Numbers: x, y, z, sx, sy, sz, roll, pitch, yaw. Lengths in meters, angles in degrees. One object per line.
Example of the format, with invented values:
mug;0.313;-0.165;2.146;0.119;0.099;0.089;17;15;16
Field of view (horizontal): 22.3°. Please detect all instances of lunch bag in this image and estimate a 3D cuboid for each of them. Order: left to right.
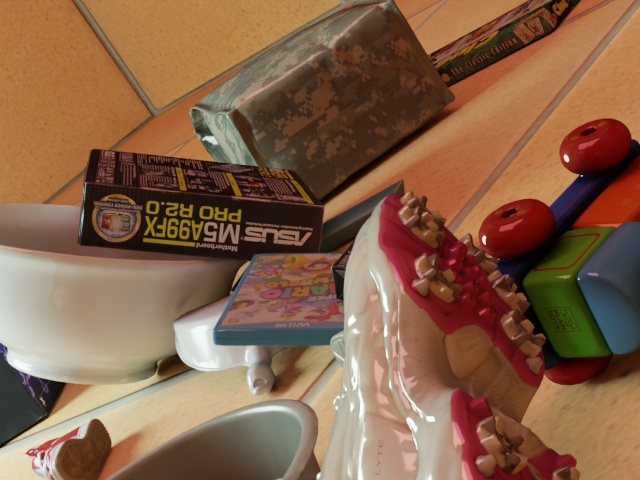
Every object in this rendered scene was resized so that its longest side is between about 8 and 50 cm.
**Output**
lunch bag;-0.012;-0.159;1.899;0.235;0.169;0.287;-36;16;-8

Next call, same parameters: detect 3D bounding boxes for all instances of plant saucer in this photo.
plant saucer;0.000;0.000;1.585;0.192;0.018;0.067;-30;12;24

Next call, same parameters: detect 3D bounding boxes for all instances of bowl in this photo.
bowl;-0.217;0.054;1.531;0.298;0.134;0.298;6;8;-1

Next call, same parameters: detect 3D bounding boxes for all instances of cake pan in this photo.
cake pan;-0.111;0.203;0.962;0.293;0.054;0.293;-33;11;7

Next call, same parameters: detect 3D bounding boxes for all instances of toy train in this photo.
toy train;0.211;-0.024;0.903;0.143;0.105;0.248;-5;29;47

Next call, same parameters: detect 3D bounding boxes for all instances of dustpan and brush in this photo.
dustpan and brush;-0.054;0.081;1.334;0.147;0.060;0.211;-21;6;2

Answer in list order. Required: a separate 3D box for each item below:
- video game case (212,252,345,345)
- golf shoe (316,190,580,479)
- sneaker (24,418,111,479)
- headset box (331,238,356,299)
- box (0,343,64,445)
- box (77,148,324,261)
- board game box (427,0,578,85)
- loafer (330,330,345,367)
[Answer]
video game case;-0.010;0.044;1.290;0.119;0.015;0.166;0;20;10
golf shoe;0.037;0.089;0.754;0.140;0.115;0.306;-43;25;20
sneaker;-0.219;0.189;1.352;0.067;0.042;0.118;-28;5;12
headset box;0.055;0.016;1.266;0.062;0.032;0.083;5;30;25
box;-0.361;0.098;1.772;0.103;0.184;0.261;-30;12;9
box;-0.118;-0.034;1.550;0.216;0.060;0.270;6;9;-8
board game box;0.195;-0.236;1.990;0.259;0.030;0.136;-26;16;37
loafer;0.046;0.068;1.114;0.039;0.045;0.125;-31;7;-22
